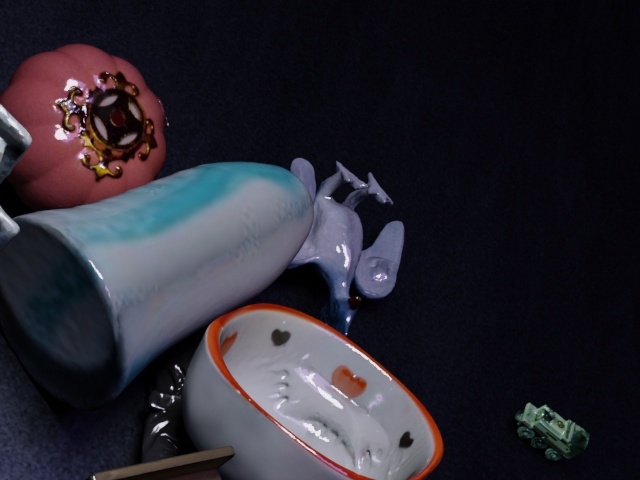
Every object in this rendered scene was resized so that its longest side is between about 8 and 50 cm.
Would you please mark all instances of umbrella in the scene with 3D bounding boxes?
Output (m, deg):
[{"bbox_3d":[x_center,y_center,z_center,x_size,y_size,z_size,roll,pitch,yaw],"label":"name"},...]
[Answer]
[{"bbox_3d":[-0.136,0.185,1.316,0.066,0.059,0.235,10,51,-6],"label":"umbrella"}]

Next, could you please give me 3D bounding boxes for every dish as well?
[{"bbox_3d":[-0.021,0.179,1.287,0.256,0.117,0.256,29,20,-12],"label":"dish"}]

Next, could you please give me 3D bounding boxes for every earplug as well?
[{"bbox_3d":[-0.128,0.015,1.331,0.324,0.185,0.185,-25,79,-42],"label":"earplug"}]

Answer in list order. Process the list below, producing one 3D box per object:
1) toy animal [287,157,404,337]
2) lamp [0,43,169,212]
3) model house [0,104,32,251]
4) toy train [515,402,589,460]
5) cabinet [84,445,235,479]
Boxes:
[{"bbox_3d":[0.000,0.000,1.542,0.239,0.176,0.255,23,15,-29],"label":"toy animal"},{"bbox_3d":[-0.241,-0.102,1.380,0.182,0.140,0.182,11,73,-39],"label":"lamp"},{"bbox_3d":[-0.367,-0.012,1.145,0.198,0.224,0.215,24,50,-24],"label":"model house"},{"bbox_3d":[0.266,0.221,1.617,0.083,0.053,0.033,39,45,-12],"label":"toy train"},{"bbox_3d":[-0.144,0.293,1.122,0.148,0.215,0.175,-4,64,-42],"label":"cabinet"}]
